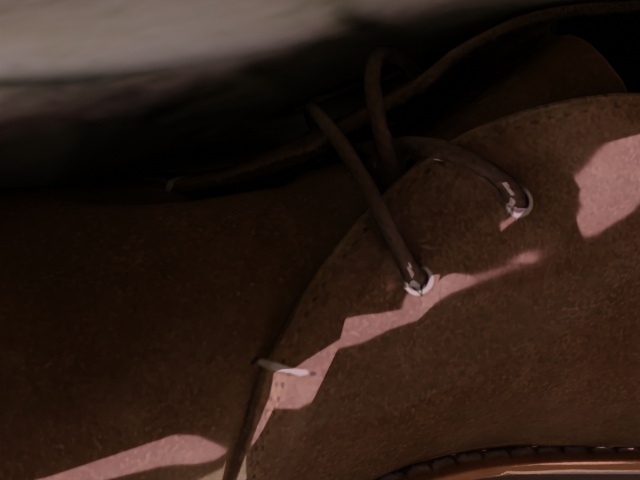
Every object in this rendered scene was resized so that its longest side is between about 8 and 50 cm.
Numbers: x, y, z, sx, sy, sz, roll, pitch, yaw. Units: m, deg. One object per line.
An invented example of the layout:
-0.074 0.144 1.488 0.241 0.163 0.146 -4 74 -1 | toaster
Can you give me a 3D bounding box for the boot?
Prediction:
0.000 0.000 0.370 0.305 0.112 0.115 -3 134 -28 | boot
